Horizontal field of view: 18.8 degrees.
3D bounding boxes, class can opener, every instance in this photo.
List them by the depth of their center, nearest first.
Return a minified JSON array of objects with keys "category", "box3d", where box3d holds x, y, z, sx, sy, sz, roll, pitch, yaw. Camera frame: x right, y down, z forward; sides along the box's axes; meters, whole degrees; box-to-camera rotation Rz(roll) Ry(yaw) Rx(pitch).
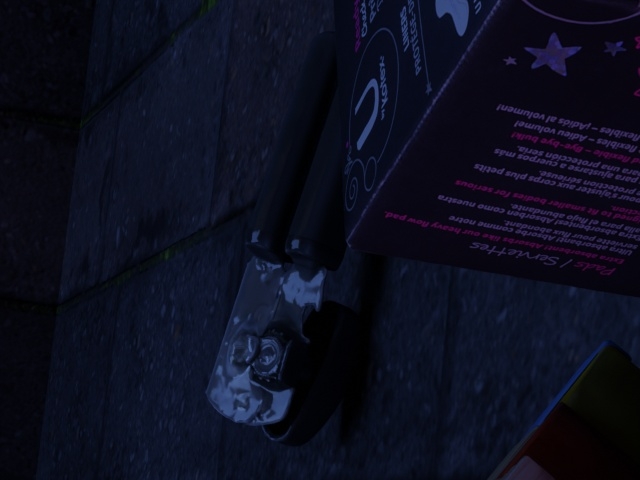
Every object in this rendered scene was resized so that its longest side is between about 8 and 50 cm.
[{"category":"can opener","box3d":[0.000,0.000,1.338,0.076,0.095,0.283,11,78,42]}]

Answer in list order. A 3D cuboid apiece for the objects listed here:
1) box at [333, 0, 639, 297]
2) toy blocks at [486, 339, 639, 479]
[{"category":"box","box3d":[0.139,-0.077,0.641,0.142,0.247,0.163,123,151,-50]},{"category":"toy blocks","box3d":[0.084,0.150,0.744,0.261,0.191,0.381,-48,-8,-16]}]
